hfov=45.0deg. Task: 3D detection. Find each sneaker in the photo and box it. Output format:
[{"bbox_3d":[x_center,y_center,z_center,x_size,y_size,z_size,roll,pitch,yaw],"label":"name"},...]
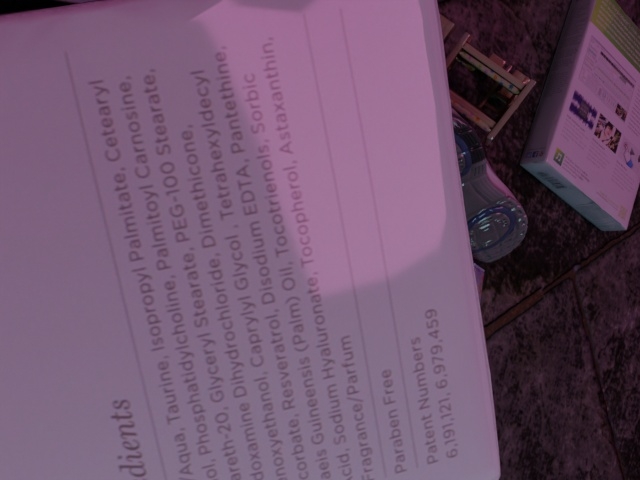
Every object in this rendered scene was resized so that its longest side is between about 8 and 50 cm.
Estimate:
[{"bbox_3d":[0.186,-0.083,1.008,0.129,0.111,0.297,-100,163,-47],"label":"sneaker"}]

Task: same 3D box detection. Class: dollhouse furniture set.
[{"bbox_3d":[0.189,-0.226,1.058,0.182,0.161,0.101,37,107,6],"label":"dollhouse furniture set"}]

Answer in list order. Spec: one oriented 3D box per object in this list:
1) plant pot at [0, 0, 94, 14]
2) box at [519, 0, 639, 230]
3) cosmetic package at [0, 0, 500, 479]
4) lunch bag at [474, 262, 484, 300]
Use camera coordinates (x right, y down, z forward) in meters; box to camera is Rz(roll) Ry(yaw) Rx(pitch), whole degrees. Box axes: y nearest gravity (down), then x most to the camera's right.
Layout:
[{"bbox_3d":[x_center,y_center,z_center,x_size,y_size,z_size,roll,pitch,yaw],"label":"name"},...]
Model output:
[{"bbox_3d":[-0.240,-0.301,0.558,0.341,0.334,0.340,0,90,-36],"label":"plant pot"},{"bbox_3d":[0.449,-0.207,1.241,0.232,0.059,0.321,31,73,-32],"label":"box"},{"bbox_3d":[-0.134,0.014,0.554,0.394,0.329,0.327,-12,101,-12],"label":"cosmetic package"},{"bbox_3d":[0.194,0.069,1.051,0.083,0.053,0.071,23,75,-60],"label":"lunch bag"}]
